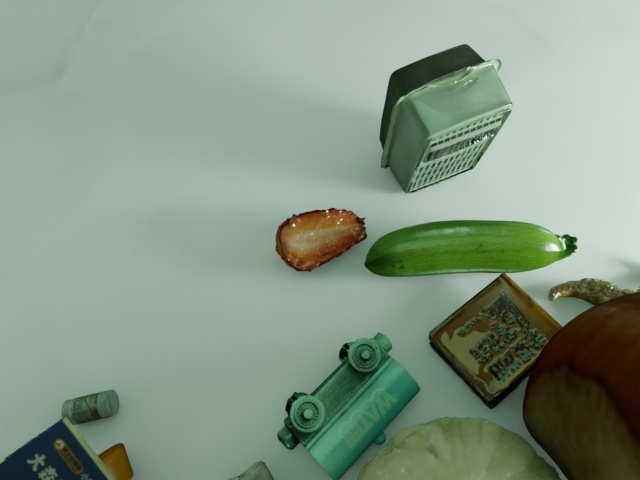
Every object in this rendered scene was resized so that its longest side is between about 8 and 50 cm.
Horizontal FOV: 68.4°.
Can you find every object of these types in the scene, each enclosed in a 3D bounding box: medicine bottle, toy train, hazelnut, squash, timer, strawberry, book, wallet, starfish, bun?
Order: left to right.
[{"bbox_3d":[-0.426,0.429,0.666,0.322,0.018,0.228,-36,96,0],"label":"book"},{"bbox_3d":[-0.408,0.297,0.837,0.083,0.047,0.047,-12,60,-2],"label":"medicine bottle"},{"bbox_3d":[-0.336,0.421,0.734,0.132,0.132,0.152,-31,85,-12],"label":"timer"},{"bbox_3d":[0.000,0.000,0.959,0.188,0.082,0.121,-12,79,-12],"label":"strawberry"},{"bbox_3d":[0.051,0.275,0.789,0.248,0.101,0.159,-40,80,-16],"label":"toy train"},{"bbox_3d":[0.281,0.013,0.903,0.395,0.107,0.107,-3,60,4],"label":"squash"},{"bbox_3d":[0.192,0.417,0.611,0.352,0.227,0.349,-36,65,-13],"label":"bun"},{"bbox_3d":[0.311,0.171,0.829,0.195,0.042,0.161,-38,62,-5],"label":"wallet"},{"bbox_3d":[0.562,0.163,0.818,0.299,0.060,0.302,-30,63,-14],"label":"starfish"},{"bbox_3d":[0.470,0.227,0.627,0.365,0.366,0.366,-2,60,4],"label":"hazelnut"}]

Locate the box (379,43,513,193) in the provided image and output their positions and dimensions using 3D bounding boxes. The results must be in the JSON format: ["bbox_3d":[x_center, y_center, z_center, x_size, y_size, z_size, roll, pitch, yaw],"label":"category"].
[{"bbox_3d":[0.233,-0.234,0.945,0.220,0.290,0.166,-23,73,-7],"label":"box"}]

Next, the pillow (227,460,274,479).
[{"bbox_3d":[-0.101,0.448,0.705,0.134,0.078,0.181,-30,64,-11],"label":"pillow"}]
